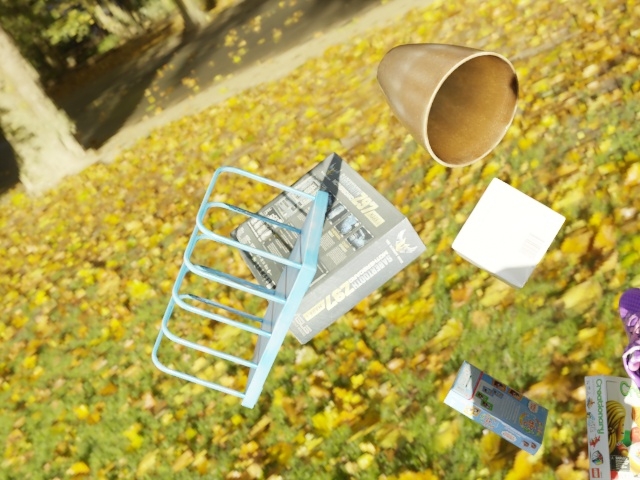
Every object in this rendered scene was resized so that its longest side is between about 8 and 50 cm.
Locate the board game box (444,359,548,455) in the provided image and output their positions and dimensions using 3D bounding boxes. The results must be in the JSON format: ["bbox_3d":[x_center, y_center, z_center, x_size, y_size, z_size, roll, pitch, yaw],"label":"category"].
[{"bbox_3d":[0.380,0.354,1.737,0.039,0.211,0.160,-65,-12,23],"label":"board game box"}]

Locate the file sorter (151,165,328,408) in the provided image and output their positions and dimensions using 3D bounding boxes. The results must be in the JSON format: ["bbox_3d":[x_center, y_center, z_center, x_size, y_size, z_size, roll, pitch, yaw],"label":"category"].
[{"bbox_3d":[-0.073,0.038,0.723,0.118,0.104,0.170,-79,11,-56],"label":"file sorter"}]

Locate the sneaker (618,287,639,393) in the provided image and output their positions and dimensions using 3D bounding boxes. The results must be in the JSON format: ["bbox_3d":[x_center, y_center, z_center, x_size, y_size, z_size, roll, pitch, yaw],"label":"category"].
[{"bbox_3d":[0.522,0.171,1.283,0.095,0.104,0.236,-54,33,43],"label":"sneaker"}]

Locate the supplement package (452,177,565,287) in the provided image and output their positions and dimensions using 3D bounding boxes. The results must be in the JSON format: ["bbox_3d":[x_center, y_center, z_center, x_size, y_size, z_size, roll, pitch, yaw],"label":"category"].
[{"bbox_3d":[0.327,-0.004,1.419,0.139,0.133,0.244,-58,-13,3],"label":"supplement package"}]

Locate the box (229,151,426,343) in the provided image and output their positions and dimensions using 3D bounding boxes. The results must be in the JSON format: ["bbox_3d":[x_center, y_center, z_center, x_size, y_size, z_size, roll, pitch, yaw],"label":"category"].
[{"bbox_3d":[0.000,0.000,0.998,0.183,0.059,0.233,-39,33,-1],"label":"box"}]

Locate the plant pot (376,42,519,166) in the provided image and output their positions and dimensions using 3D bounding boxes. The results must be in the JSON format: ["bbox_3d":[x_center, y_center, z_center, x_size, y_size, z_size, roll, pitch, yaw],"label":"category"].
[{"bbox_3d":[0.211,-0.282,1.519,0.215,0.215,0.230,-36,44,-11],"label":"plant pot"}]

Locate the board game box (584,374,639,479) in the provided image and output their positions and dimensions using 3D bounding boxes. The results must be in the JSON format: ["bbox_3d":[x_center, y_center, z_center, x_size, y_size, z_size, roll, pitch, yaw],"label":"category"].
[{"bbox_3d":[0.637,0.373,1.574,0.053,0.305,0.193,-23,61,55],"label":"board game box"}]
